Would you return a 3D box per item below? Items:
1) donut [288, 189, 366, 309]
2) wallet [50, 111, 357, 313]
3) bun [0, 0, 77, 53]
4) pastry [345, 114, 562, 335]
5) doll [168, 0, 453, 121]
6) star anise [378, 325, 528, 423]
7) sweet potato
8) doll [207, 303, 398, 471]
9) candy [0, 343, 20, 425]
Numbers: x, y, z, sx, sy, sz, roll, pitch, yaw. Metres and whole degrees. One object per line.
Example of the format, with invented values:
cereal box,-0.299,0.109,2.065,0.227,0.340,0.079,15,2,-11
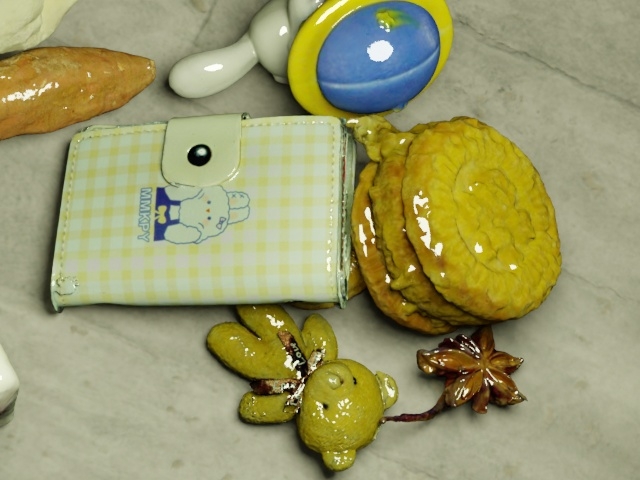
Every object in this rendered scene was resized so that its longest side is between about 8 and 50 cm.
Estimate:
donut,0.000,0.000,1.839,0.152,0.058,0.152,2,73,-6
wallet,-0.121,-0.031,1.788,0.310,0.077,0.223,0,72,8
bun,-0.399,-0.334,1.806,0.360,0.211,0.359,1,63,-2
pastry,0.149,-0.021,1.786,0.240,0.132,0.235,5,79,-47
doll,-0.009,-0.220,1.819,0.311,0.159,0.242,-21,49,-11
star anise,0.138,0.153,1.795,0.191,0.070,0.097,-15,76,-38
sweet potato,-0.294,-0.158,1.823,0.252,0.097,0.097,-12,74,-26
doll,-0.023,0.138,1.772,0.209,0.097,0.137,36,70,9
candy,-0.435,0.043,1.675,0.145,0.208,0.358,-26,78,-17
